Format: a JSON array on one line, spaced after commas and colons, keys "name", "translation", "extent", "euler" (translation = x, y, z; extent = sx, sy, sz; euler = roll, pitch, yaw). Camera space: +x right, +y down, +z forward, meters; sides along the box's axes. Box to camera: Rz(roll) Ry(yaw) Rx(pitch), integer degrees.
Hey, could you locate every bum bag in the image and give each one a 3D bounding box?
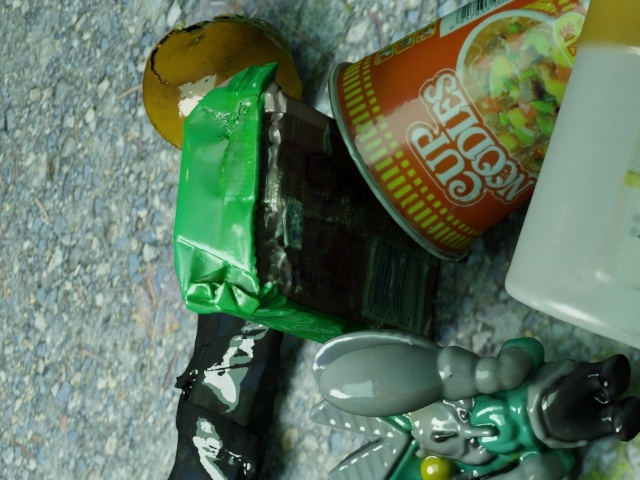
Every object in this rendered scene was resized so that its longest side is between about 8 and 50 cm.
[{"name": "bum bag", "translation": [-0.088, 0.139, 1.387], "extent": [0.137, 0.074, 0.310], "euler": [0, 78, 54]}]

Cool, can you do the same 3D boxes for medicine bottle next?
[{"name": "medicine bottle", "translation": [0.262, -0.038, 0.980], "extent": [0.238, 0.238, 0.231], "euler": [20, 95, 45]}]

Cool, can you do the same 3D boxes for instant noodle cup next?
[{"name": "instant noodle cup", "translation": [0.146, -0.113, 1.173], "extent": [0.212, 0.193, 0.193], "euler": [-33, 57, 23]}]

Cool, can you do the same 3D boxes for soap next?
[{"name": "soap", "translation": [0.002, 0.000, 1.207], "extent": [0.098, 0.273, 0.217], "euler": [-5, 75, 32]}]

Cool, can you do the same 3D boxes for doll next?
[{"name": "doll", "translation": [0.094, 0.131, 1.151], "extent": [0.195, 0.153, 0.258], "euler": [51, 122, 9]}]

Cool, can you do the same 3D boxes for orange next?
[{"name": "orange", "translation": [-0.090, -0.141, 1.438], "extent": [0.157, 0.134, 0.156], "euler": [-11, 37, 9]}]
